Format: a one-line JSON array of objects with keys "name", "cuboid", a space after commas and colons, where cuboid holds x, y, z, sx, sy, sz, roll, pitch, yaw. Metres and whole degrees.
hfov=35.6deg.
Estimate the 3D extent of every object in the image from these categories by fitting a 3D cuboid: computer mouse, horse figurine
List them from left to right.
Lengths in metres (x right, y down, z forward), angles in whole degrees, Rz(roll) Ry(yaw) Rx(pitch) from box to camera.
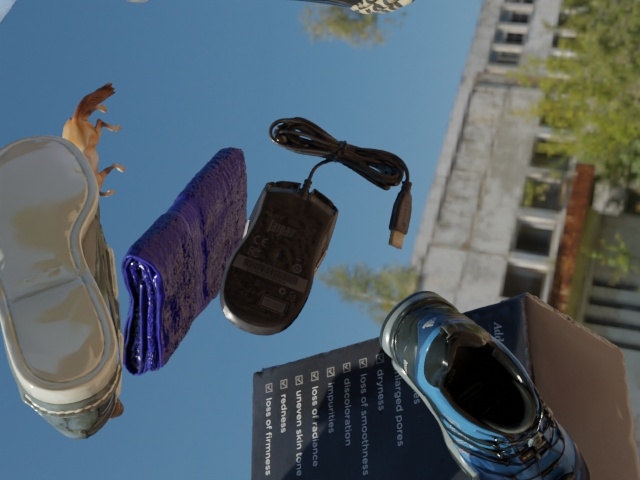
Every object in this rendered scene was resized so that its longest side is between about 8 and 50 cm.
[{"name": "horse figurine", "cuboid": [-0.434, -0.164, 1.892, 0.174, 0.066, 0.263, -38, -50, -65]}, {"name": "computer mouse", "cuboid": [0.000, 0.000, 1.125, 0.060, 0.184, 0.262, 111, 176, -70]}]

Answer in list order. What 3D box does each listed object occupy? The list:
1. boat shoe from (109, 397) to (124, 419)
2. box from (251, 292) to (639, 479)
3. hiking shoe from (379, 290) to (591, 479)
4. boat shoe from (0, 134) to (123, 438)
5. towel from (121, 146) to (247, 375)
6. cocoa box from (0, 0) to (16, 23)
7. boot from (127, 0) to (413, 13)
[{"name": "boat shoe", "cuboid": [-0.486, 0.302, 1.976, 0.073, 0.207, 0.073, -64, -15, -7]}, {"name": "box", "cuboid": [0.165, 0.382, 1.357, 0.297, 0.472, 0.479, 26, -126, -42]}, {"name": "hiking shoe", "cuboid": [0.177, 0.185, 0.989, 0.113, 0.132, 0.304, -46, -70, -4]}, {"name": "boat shoe", "cuboid": [-0.237, 0.032, 0.880, 0.099, 0.116, 0.319, 89, 162, -46]}, {"name": "towel", "cuboid": [-0.184, 0.028, 1.440, 0.308, 0.076, 0.227, -59, -16, -49]}, {"name": "cocoa box", "cuboid": [-0.535, -0.359, 1.261, 0.231, 0.347, 0.227, 8, -113, -35]}, {"name": "boot", "cuboid": [-0.043, -0.209, 0.747, 0.179, 0.236, 0.085, 8, -91, -29]}]
